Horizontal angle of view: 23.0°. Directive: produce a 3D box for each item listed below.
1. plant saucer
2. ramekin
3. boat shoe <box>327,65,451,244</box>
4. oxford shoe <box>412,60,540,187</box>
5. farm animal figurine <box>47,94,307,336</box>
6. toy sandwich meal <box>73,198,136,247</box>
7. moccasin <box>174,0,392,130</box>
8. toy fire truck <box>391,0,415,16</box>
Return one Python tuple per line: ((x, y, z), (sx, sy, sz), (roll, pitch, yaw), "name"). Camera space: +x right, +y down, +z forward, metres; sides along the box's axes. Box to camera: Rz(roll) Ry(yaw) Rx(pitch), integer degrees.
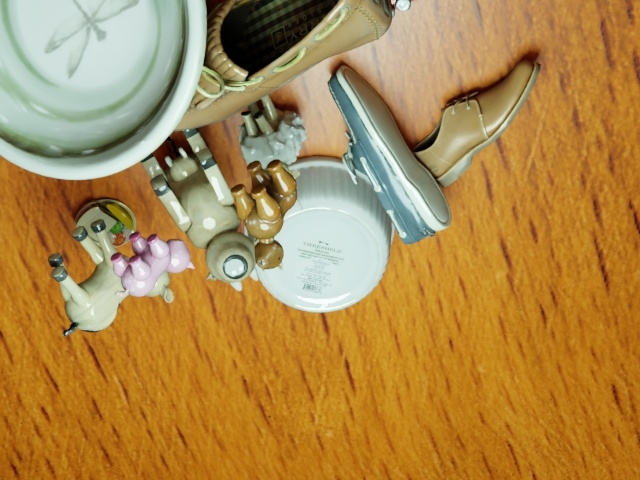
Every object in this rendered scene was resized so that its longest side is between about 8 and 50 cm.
((-0.298, -0.278, 1.913), (0.400, 0.100, 0.400), (6, 105, 23), "plant saucer")
((0.000, 0.000, 2.129), (0.207, 0.109, 0.207), (-1, 120, -2), "ramekin")
((0.076, -0.110, 2.067), (0.079, 0.095, 0.254), (-28, 106, 28), "boat shoe")
((0.203, -0.164, 2.062), (0.076, 0.076, 0.212), (39, 113, -12), "oxford shoe")
((-0.163, -0.012, 2.000), (0.330, 0.327, 0.172), (-19, 125, 12), "farm animal figurine")
((-0.293, -0.021, 2.153), (0.085, 0.029, 0.085), (-1, 120, -1), "toy sandwich meal")
((-0.098, -0.235, 1.927), (0.380, 0.147, 0.139), (-15, 77, 28), "moccasin")
((0.069, -0.346, 1.964), (0.192, 0.047, 0.135), (-27, 118, 14), "toy fire truck")
